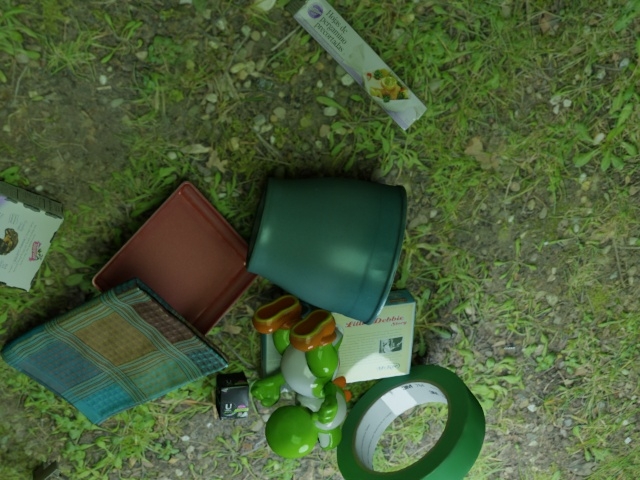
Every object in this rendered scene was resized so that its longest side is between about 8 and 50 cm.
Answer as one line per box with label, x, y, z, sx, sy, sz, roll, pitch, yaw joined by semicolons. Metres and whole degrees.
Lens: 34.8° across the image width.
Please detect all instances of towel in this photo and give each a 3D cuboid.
towel;-0.391;0.219;1.929;0.370;0.040;0.271;-25;126;29

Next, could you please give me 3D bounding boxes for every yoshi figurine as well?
yoshi figurine;-0.046;0.302;2.031;0.203;0.203;0.362;-7;124;6

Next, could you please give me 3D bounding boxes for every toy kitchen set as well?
toy kitchen set;-0.540;0.495;2.095;0.068;0.083;0.075;-41;121;7

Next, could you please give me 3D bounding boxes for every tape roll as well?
tape roll;0.186;0.410;2.142;0.321;0.321;0.077;-37;122;4

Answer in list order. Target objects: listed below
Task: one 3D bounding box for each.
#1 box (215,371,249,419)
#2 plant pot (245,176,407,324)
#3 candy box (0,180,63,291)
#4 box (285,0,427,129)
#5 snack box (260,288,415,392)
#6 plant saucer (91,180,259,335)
box;-0.185;0.326;2.137;0.062;0.052;0.083;-3;117;-16
plant pot;0.000;0.000;1.915;0.255;0.271;0.271;13;113;-8
candy box;-0.581;-0.019;1.817;0.196;0.070;0.164;22;108;-26
box;0.070;-0.330;1.863;0.063;0.067;0.324;-45;120;7
snack box;0.036;0.211;2.142;0.322;0.060;0.187;-6;120;-15
plant saucer;-0.268;0.057;1.933;0.259;0.048;0.258;-48;123;-11
